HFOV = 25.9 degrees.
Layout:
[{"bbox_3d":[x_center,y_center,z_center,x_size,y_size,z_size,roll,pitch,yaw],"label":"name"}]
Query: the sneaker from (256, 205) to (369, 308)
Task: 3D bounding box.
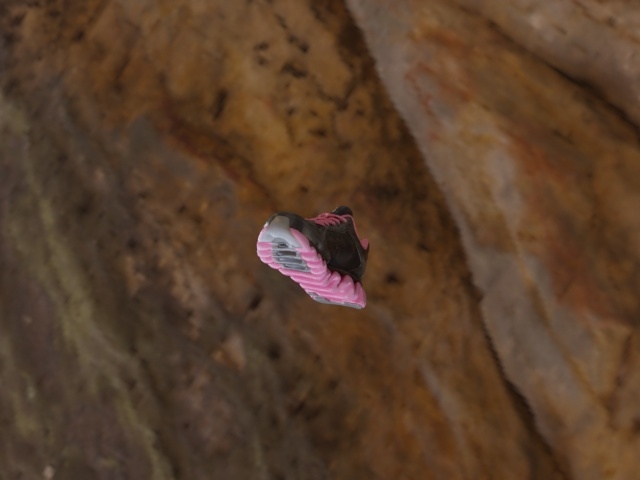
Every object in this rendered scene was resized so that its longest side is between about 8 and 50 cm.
[{"bbox_3d":[0.000,0.000,0.866,0.047,0.057,0.119,13,165,26],"label":"sneaker"}]
